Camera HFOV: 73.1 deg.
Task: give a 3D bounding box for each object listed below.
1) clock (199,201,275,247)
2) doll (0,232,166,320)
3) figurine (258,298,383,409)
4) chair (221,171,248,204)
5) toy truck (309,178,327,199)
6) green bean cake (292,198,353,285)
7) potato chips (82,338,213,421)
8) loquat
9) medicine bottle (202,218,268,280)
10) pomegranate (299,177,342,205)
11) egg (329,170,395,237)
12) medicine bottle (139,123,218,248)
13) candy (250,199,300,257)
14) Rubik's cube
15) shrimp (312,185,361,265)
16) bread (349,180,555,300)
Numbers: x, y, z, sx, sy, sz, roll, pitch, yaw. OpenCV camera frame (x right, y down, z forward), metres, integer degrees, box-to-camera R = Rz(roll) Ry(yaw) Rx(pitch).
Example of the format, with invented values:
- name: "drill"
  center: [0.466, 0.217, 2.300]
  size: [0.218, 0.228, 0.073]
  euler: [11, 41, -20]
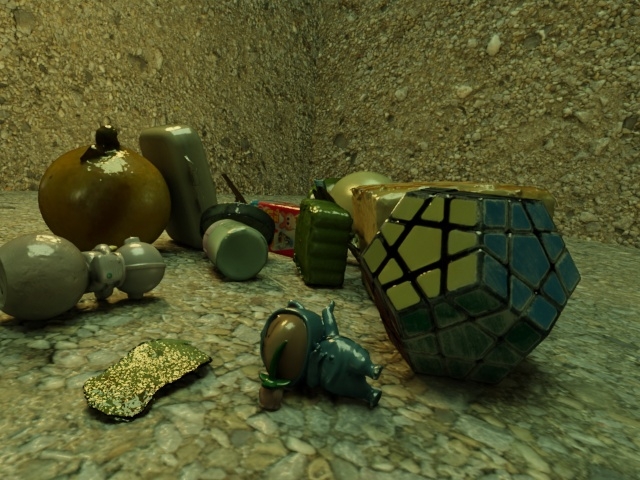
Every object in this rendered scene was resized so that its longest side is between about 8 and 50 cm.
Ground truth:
- name: "clock"
  center: [-0.237, -0.028, 1.232]
  size: [0.214, 0.042, 0.215]
  euler: [0, -34, 0]
- name: "doll"
  center: [-0.408, 0.056, 0.774]
  size: [0.150, 0.151, 0.287]
  euler: [12, 9, 37]
- name: "figurine"
  center: [-0.012, 0.148, 0.543]
  size: [0.178, 0.114, 0.144]
  euler: [20, 17, 28]
- name: "chair"
  center: [-0.371, -0.117, 1.860]
  size: [0.326, 0.183, 0.175]
  euler: [48, -4, -17]
- name: "toy truck"
  center: [-0.003, -0.140, 1.295]
  size: [0.056, 0.090, 0.073]
  euler: [7, 11, 18]
- name: "green bean cake"
  center: [0.000, 0.000, 1.094]
  size: [0.113, 0.201, 0.214]
  euler: [3, 9, -13]
- name: "potato chips"
  center: [-0.211, 0.166, 0.560]
  size: [0.142, 0.026, 0.209]
  euler: [0, 9, -11]
- name: "loquat"
  center: [-0.577, -0.131, 1.171]
  size: [0.328, 0.360, 0.328]
  euler: [7, 21, -3]
- name: "medicine bottle"
  center: [-0.218, 0.018, 1.086]
  size: [0.135, 0.135, 0.168]
  euler: [-1, 11, -29]
- name: "pomegranate"
  center: [0.048, -0.179, 1.998]
  size: [0.358, 0.216, 0.309]
  euler: [6, -1, 41]
- name: "egg"
  center: [0.180, -0.128, 1.685]
  size: [0.278, 0.279, 0.336]
  euler: [0, 10, -25]
- name: "medicine bottle"
  center: [-0.431, -0.167, 1.340]
  size: [0.282, 0.375, 0.123]
  euler: [13, 31, 43]
- name: "candy"
  center: [-0.100, -0.037, 1.385]
  size: [0.305, 0.157, 0.100]
  euler: [13, 13, 40]
- name: "Rubik's cube"
  center: [0.216, 0.058, 0.671]
  size: [0.318, 0.319, 0.264]
  euler: [0, -16, -25]
- name: "shrimp"
  center: [0.068, -0.028, 1.244]
  size: [0.058, 0.296, 0.169]
  euler: [-32, 40, 10]
- name: "bread"
  center: [0.273, -0.002, 1.010]
  size: [0.389, 0.280, 0.371]
  euler: [1, 7, -5]
